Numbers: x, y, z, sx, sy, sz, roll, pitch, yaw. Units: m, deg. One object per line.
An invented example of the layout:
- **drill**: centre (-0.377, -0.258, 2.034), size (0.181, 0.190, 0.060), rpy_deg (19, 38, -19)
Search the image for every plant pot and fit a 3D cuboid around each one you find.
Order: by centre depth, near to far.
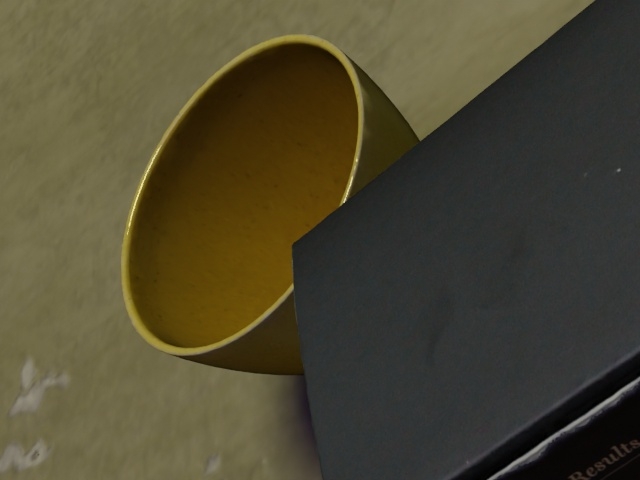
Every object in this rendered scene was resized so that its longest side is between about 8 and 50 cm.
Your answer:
- **plant pot**: centre (0.000, 0.000, 0.779), size (0.134, 0.095, 0.134), rpy_deg (-28, 47, 35)

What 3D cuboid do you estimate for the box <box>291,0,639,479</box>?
- **box**: centre (0.119, 0.037, 0.516), size (0.153, 0.207, 0.108), rpy_deg (-38, 42, 28)
